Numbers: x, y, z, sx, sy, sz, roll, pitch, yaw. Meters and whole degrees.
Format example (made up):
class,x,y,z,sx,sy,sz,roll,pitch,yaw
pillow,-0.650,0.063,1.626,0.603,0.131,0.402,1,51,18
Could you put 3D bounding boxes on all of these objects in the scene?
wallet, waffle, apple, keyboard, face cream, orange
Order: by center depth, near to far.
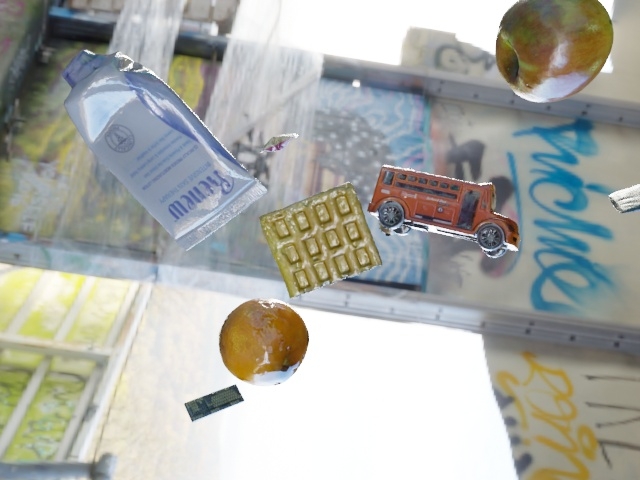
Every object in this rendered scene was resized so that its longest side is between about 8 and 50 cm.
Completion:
class,x,y,z,sx,sy,sz,roll,pitch,yaw
face cream,-0.322,-0.187,1.514,0.235,0.420,0.137,-35,-162,24
apple,0.511,-0.426,1.717,0.246,0.226,0.246,162,-90,-86
waffle,0.000,0.000,1.930,0.055,0.248,0.221,-68,138,-84
keyboard,-0.278,0.427,2.084,0.014,0.176,0.055,-44,-111,39
orange,-0.152,0.275,2.131,0.246,0.246,0.246,-172,-90,-87
wallet,0.984,-0.135,2.319,0.168,0.245,0.052,-76,147,-67

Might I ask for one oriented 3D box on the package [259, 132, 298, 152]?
class,x,y,z,sx,sy,sz,roll,pitch,yaw
package,-0.082,-0.193,1.553,0.059,0.083,0.029,-93,160,-80

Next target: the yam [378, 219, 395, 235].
class,x,y,z,sx,sy,sz,roll,pitch,yaw
yam,0.177,-0.082,1.947,0.127,0.084,0.084,76,14,-45

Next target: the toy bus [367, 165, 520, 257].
class,x,y,z,sx,sy,sz,roll,pitch,yaw
toy bus,0.281,-0.065,1.736,0.143,0.329,0.153,22,83,-70
